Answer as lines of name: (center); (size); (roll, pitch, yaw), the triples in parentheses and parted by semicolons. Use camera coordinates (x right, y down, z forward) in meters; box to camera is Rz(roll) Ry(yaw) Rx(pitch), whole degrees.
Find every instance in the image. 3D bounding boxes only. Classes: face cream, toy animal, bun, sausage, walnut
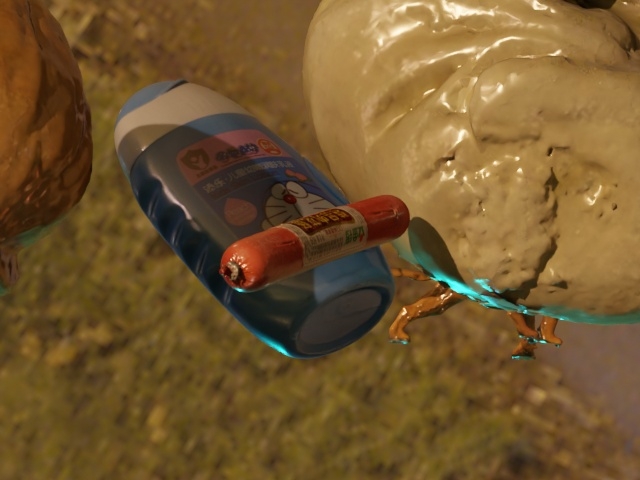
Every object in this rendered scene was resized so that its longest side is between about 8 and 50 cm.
face cream: (-0.058, -0.027, 1.488); (0.264, 0.149, 0.083); (47, 133, 30)
toy animal: (0.156, 0.046, 1.937); (0.255, 0.116, 0.114); (9, 165, -36)
bun: (0.167, -0.111, 1.406); (0.360, 0.359, 0.211); (27, 129, 6)
sausage: (0.000, 0.000, 1.190); (0.034, 0.253, 0.034); (4, 101, 23)
walnut: (-0.254, -0.069, 1.224); (0.257, 0.224, 0.257); (60, 171, 16)
